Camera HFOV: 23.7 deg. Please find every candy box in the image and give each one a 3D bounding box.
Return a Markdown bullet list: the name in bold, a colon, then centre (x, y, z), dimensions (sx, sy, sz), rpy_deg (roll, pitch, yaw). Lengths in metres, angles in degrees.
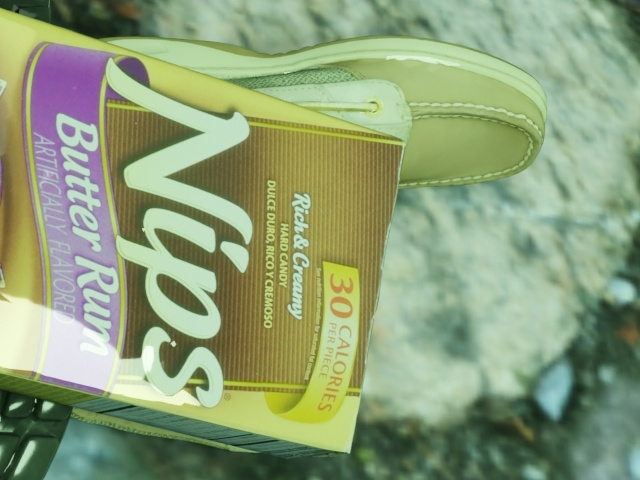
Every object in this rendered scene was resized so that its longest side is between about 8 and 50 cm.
- **candy box**: centre (-0.072, -0.004, 0.481), dimensions (0.186, 0.053, 0.109), rpy_deg (16, 75, -22)

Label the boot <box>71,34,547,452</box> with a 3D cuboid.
- **boot**: centre (0.000, 0.000, 0.603), dimensions (0.213, 0.077, 0.165), rpy_deg (0, 54, -14)

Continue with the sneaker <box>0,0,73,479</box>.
- **sneaker**: centre (-0.149, -0.007, 0.546), dimensions (0.107, 0.124, 0.283), rpy_deg (8, 77, -25)
